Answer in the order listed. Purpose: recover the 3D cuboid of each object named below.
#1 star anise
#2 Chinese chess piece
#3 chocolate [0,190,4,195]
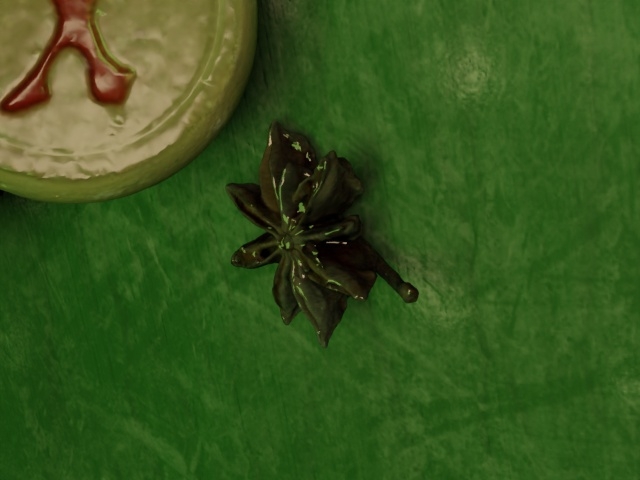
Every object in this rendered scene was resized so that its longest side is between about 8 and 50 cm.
[{"bbox_3d":[0.001,0.000,1.306,0.231,0.089,0.209,48,139,17],"label":"star anise"},{"bbox_3d":[-0.225,-0.201,1.253,0.338,0.140,0.338,0,91,-7],"label":"Chinese chess piece"},{"bbox_3d":[-0.479,-0.142,1.435,0.331,0.383,0.384,7,112,20],"label":"chocolate"}]
